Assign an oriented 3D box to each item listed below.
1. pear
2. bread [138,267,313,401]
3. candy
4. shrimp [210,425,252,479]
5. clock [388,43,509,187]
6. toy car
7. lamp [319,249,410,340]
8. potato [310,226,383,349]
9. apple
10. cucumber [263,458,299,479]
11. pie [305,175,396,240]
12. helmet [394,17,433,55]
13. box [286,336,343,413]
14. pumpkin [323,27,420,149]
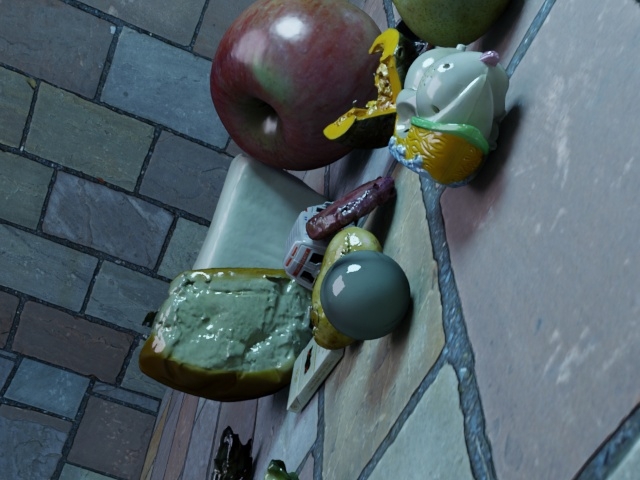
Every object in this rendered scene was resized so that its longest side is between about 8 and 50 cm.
[{"bbox_3d":[0.155,-0.321,0.972,0.136,0.167,0.167,41,-112,-73],"label":"pear"},{"bbox_3d":[-0.160,0.159,1.368,0.250,0.279,0.224,145,131,-73],"label":"bread"},{"bbox_3d":[-0.132,0.028,1.601,0.145,0.208,0.358,178,113,-77],"label":"candy"},{"bbox_3d":[-0.153,0.445,1.299,0.178,0.075,0.289,-29,40,61],"label":"shrimp"},{"bbox_3d":[0.138,-0.141,0.878,0.231,0.103,0.144,-114,47,-72],"label":"clock"},{"bbox_3d":[0.000,0.000,1.269,0.209,0.108,0.089,-90,23,-62],"label":"toy car"},{"bbox_3d":[0.050,0.062,0.918,0.105,0.105,0.105,-159,90,-79],"label":"lamp"},{"bbox_3d":[0.032,0.063,1.080,0.107,0.080,0.170,2,69,66],"label":"potato"},{"bbox_3d":[-0.030,-0.295,1.463,0.269,0.345,0.345,-51,1,-30],"label":"apple"},{"bbox_3d":[-0.067,0.402,0.881,0.145,0.105,0.325,28,-98,-74],"label":"cucumber"},{"bbox_3d":[0.041,-0.046,1.157,0.155,0.036,0.154,-30,5,3],"label":"pie"},{"bbox_3d":[0.152,-0.310,1.268,0.065,0.049,0.083,-8,85,40],"label":"helmet"},{"bbox_3d":[-0.005,0.175,1.187,0.090,0.024,0.167,-81,17,-45],"label":"box"},{"bbox_3d":[0.097,-0.207,1.191,0.183,0.108,0.119,-60,19,6],"label":"pumpkin"}]
